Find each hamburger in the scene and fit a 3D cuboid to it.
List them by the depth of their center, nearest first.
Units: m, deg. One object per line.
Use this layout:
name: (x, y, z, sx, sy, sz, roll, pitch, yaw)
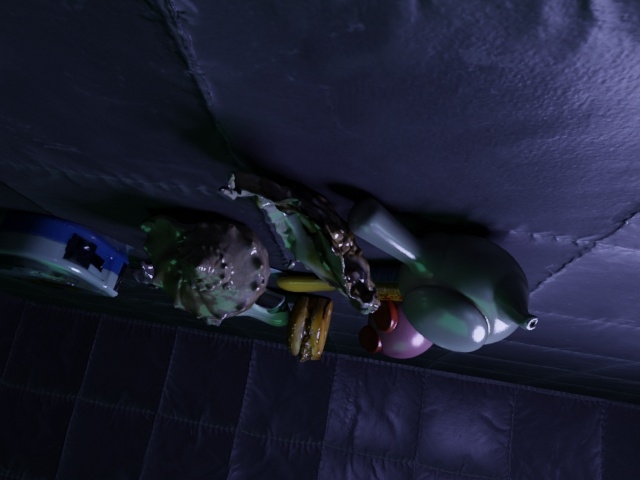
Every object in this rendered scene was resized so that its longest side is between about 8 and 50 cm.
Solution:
hamburger: (-0.036, 0.254, 1.582, 0.118, 0.190, 0.182, 7, -177, 10)

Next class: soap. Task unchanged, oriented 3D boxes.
soap: (-0.029, 0.106, 1.353, 0.169, 0.033, 0.089, -1, 164, 19)

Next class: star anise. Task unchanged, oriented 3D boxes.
star anise: (-0.437, 0.101, 1.546, 0.208, 0.063, 0.172, 8, 162, 8)

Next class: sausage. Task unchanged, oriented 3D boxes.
sausage: (0.177, 0.084, 1.087, 0.372, 0.082, 0.082, -2, 160, 38)

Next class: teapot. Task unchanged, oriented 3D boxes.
teapot: (0.171, 0.055, 0.865, 0.318, 0.149, 0.220, 33, 147, 2)

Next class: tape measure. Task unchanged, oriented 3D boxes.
tape measure: (-0.630, 0.037, 1.319, 0.259, 0.138, 0.262, 4, 163, 18)

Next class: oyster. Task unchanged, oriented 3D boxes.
oyster: (0.000, -0.003, 0.787, 0.201, 0.107, 0.354, 34, 168, 28)

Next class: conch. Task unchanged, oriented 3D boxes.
conch: (-0.231, 0.053, 1.082, 0.263, 0.186, 0.324, 28, 163, 2)

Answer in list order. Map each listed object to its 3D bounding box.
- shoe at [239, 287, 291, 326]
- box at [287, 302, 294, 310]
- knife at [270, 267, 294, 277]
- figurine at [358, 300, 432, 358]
shoe: (-0.211, 0.166, 1.610, 0.265, 0.095, 0.110, 14, 143, 7)
box: (-0.072, 0.228, 1.824, 0.054, 0.024, 0.083, 1, 161, 23)
knife: (-0.193, 0.061, 1.318, 0.332, 0.044, 0.080, 11, 158, -24)
figurine: (0.192, 0.186, 1.274, 0.173, 0.173, 0.173, 10, 164, 3)
